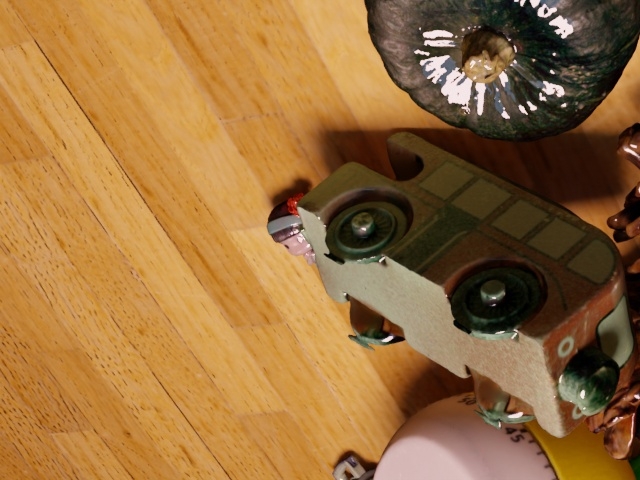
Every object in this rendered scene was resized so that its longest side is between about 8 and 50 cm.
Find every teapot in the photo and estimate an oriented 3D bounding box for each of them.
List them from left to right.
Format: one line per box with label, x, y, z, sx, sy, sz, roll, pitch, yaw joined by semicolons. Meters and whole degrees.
teapot;0.045;0.264;1.878;0.088;0.066;0.057;55;150;-5

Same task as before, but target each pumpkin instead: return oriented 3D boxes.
pumpkin;0.131;-0.167;1.304;0.211;0.152;0.212;23;151;14

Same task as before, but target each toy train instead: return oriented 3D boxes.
toy train;0.126;0.034;1.447;0.326;0.159;0.129;30;152;42

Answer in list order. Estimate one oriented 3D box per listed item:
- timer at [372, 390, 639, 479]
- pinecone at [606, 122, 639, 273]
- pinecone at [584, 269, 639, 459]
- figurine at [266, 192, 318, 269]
timer;0.211;0.260;1.691;0.285;0.285;0.285;12;138;11
pinecone;0.318;-0.012;1.379;0.185;0.168;0.212;-44;102;2
pinecone;0.295;0.109;1.514;0.195;0.179;0.150;3;121;-15
figurine;0.000;0.000;1.617;0.106;0.047;0.060;40;144;-23
